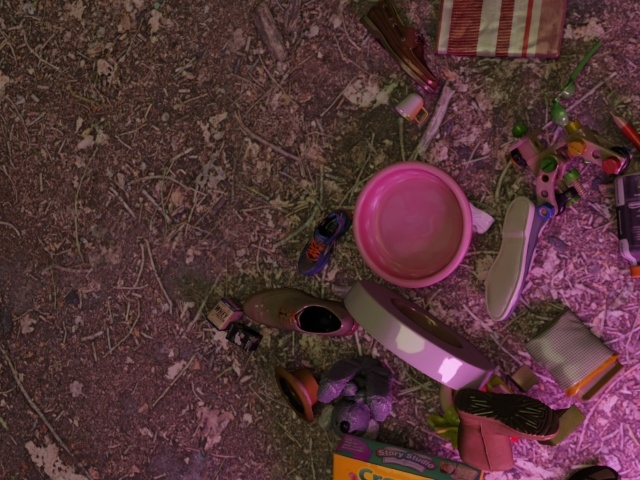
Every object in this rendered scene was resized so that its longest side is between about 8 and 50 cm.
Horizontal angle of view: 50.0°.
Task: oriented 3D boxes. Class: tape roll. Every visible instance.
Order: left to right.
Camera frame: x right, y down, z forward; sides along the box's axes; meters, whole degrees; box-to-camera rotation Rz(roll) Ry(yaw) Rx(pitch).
[{"bbox_3d":[0.238,0.228,1.669,0.392,0.392,0.072,36,99,18],"label":"tape roll"}]

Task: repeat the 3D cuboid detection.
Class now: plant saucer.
[{"bbox_3d":[0.247,-0.043,1.816,0.332,0.084,0.332,2,94,30],"label":"plant saucer"}]

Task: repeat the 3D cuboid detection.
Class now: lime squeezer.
[{"bbox_3d":[0.643,-0.354,1.737,0.110,0.059,0.310,5,88,20],"label":"lime squeezer"}]

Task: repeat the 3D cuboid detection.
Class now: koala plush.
[{"bbox_3d":[0.093,0.443,1.839,0.196,0.203,0.221,15,113,11],"label":"koala plush"}]

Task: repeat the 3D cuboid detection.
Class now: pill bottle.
[{"bbox_3d":[0.775,-0.034,1.630,0.130,0.130,0.246,-4,85,19],"label":"pill bottle"}]

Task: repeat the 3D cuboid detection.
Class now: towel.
[{"bbox_3d":[0.479,-0.605,1.823,0.329,0.037,0.237,8,91,21],"label":"towel"}]

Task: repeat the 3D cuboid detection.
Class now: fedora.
[{"bbox_3d":[-0.052,0.410,1.896,0.079,0.194,0.194,-29,75,-22],"label":"fedora"}]

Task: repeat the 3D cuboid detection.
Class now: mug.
[{"bbox_3d":[0.253,-0.365,1.882,0.064,0.078,0.062,-49,40,1],"label":"mug"}]

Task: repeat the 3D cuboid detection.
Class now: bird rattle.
[{"bbox_3d":[0.397,0.418,1.744,0.253,0.143,0.207,-16,65,15],"label":"bird rattle"}]

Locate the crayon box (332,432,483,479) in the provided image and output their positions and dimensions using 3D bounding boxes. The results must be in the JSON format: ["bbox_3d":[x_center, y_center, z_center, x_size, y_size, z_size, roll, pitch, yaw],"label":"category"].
[{"bbox_3d":[0.211,0.684,1.740,0.363,0.106,0.313,8,113,19],"label":"crayon box"}]

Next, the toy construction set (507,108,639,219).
[{"bbox_3d":[0.600,-0.226,1.635,0.309,0.257,0.237,-30,79,-17],"label":"toy construction set"}]

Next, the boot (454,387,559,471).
[{"bbox_3d":[0.420,0.446,1.556,0.236,0.269,0.089,13,52,29],"label":"boot"}]

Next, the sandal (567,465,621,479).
[{"bbox_3d":[0.623,0.671,1.664,0.086,0.120,0.303,32,100,-9],"label":"sandal"}]

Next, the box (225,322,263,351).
[{"bbox_3d":[-0.222,0.281,1.999,0.083,0.062,0.052,28,94,19],"label":"box"}]

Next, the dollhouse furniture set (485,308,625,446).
[{"bbox_3d":[0.570,0.310,1.620,0.301,0.151,0.197,-40,75,-10],"label":"dollhouse furniture set"}]

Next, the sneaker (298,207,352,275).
[{"bbox_3d":[0.000,0.000,1.925,0.083,0.087,0.221,34,98,19],"label":"sneaker"}]

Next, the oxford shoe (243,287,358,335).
[{"bbox_3d":[-0.072,0.197,1.915,0.348,0.130,0.123,4,88,20],"label":"oxford shoe"}]

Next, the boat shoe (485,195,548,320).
[{"bbox_3d":[0.505,0.053,1.731,0.116,0.099,0.319,11,86,61],"label":"boat shoe"}]

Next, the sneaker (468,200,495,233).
[{"bbox_3d":[0.384,-0.075,1.813,0.152,0.053,0.061,37,102,17],"label":"sneaker"}]

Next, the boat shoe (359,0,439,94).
[{"bbox_3d":[0.232,-0.534,1.864,0.104,0.111,0.307,-42,75,14],"label":"boat shoe"}]

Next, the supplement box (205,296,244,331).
[{"bbox_3d":[-0.276,0.215,2.011,0.056,0.083,0.083,41,99,16],"label":"supplement box"}]
